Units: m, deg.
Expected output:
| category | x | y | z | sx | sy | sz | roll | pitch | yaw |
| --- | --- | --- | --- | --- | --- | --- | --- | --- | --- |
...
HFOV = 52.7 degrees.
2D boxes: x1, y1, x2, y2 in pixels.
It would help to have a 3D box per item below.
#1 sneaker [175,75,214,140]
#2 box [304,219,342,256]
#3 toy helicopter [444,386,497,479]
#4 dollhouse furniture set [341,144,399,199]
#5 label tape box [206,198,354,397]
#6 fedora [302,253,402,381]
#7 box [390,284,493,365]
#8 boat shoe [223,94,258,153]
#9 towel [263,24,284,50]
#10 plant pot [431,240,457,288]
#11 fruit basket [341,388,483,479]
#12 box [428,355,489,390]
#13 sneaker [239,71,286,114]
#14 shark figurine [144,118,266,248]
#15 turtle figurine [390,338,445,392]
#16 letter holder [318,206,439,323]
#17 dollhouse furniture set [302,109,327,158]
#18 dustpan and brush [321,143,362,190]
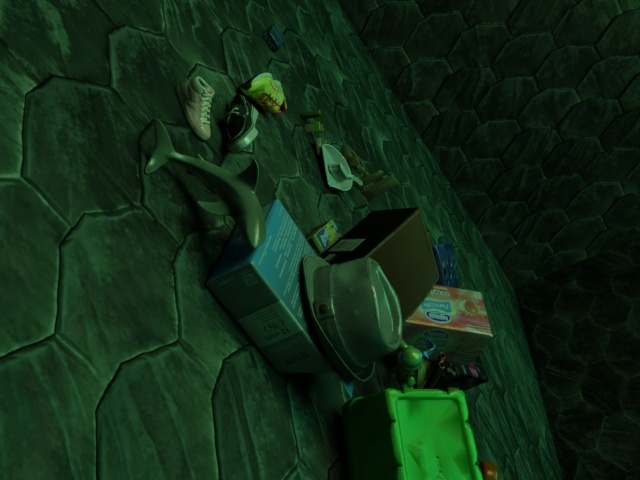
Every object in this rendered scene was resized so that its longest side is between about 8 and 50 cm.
| category | x | y | z | sx | sy | sz | roll | pitch | yaw |
| --- | --- | --- | --- | --- | --- | --- | --- | --- | --- |
| sneaker | -0.251 | -0.283 | 1.362 | 0.134 | 0.070 | 0.051 | 67 | 20 | 6 |
| box | 0.000 | 0.000 | 1.627 | 0.059 | 0.054 | 0.169 | 61 | 22 | -5 |
| toy helicopter | 0.338 | 0.533 | 1.634 | 0.355 | 0.140 | 0.235 | -81 | 177 | -51 |
| dollhouse furniture set | 0.170 | -0.255 | 2.207 | 0.144 | 0.123 | 0.151 | 39 | 32 | -46 |
| label tape box | -0.055 | 0.126 | 1.286 | 0.348 | 0.115 | 0.249 | 57 | 22 | -22 |
| fedora | 0.078 | 0.129 | 1.265 | 0.243 | 0.124 | 0.275 | 41 | 31 | -47 |
| box | 0.272 | 0.211 | 1.681 | 0.299 | 0.142 | 0.154 | 11 | 43 | -13 |
| boat shoe | -0.192 | -0.271 | 1.483 | 0.070 | 0.077 | 0.219 | 52 | 16 | -28 |
| towel | -0.147 | -0.648 | 2.069 | 0.067 | 0.029 | 0.119 | 54 | 23 | -22 |
| plant pot | 0.291 | 0.137 | 1.907 | 0.236 | 0.236 | 0.212 | -11 | 82 | -68 |
| fruit basket | 0.188 | 0.502 | 1.298 | 0.282 | 0.392 | 0.392 | 4 | 49 | -14 |
| box | 0.389 | 0.369 | 1.970 | 0.247 | 0.142 | 0.163 | 29 | 38 | -57 |
| sneaker | -0.139 | -0.383 | 1.715 | 0.094 | 0.081 | 0.208 | 67 | 21 | 4 |
| shark figurine | -0.174 | -0.117 | 1.178 | 0.278 | 0.116 | 0.166 | 41 | 25 | 4 |
| turtle figurine | 0.155 | 0.328 | 1.542 | 0.198 | 0.274 | 0.266 | 50 | -8 | 31 |
| letter holder | 0.137 | 0.084 | 1.563 | 0.302 | 0.152 | 0.214 | -39 | 116 | -41 |
| dollhouse furniture set | -0.018 | -0.324 | 1.999 | 0.076 | 0.058 | 0.152 | -6 | 90 | -75 |
| dustpan and brush | 0.076 | -0.205 | 2.014 | 0.211 | 0.060 | 0.147 | 38 | 40 | -64 |
